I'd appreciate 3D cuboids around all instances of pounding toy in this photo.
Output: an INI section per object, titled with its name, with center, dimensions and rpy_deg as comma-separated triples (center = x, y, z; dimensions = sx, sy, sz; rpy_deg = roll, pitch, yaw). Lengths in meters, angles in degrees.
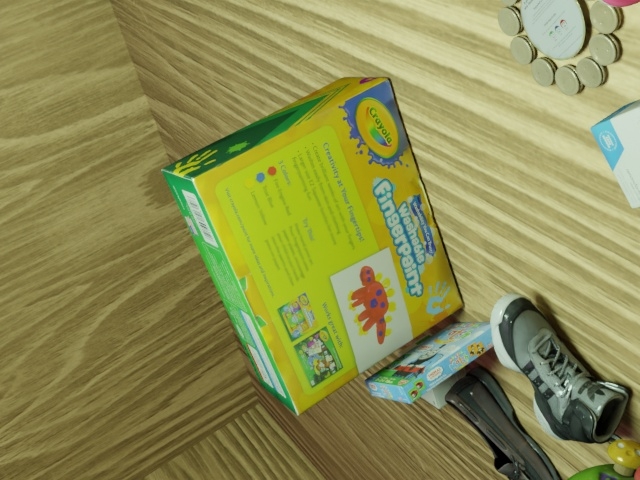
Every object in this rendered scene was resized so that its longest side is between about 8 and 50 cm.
[pounding toy]
center = 0.431, 0.319, 1.069
dimensions = 0.183, 0.237, 0.110
rpy_deg = 27, 115, 48

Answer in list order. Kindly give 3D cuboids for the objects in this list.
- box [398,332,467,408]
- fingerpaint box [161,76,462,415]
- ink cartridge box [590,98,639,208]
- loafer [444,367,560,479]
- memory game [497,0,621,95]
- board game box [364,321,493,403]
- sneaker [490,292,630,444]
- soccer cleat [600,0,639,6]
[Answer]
[box]
center = 0.225, 0.257, 1.612
dimensions = 0.101, 0.087, 0.102
rpy_deg = 26, 142, 57
[fingerpaint box]
center = 0.000, 0.000, 1.379
dimensions = 0.163, 0.371, 0.444
rpy_deg = 22, 138, 59
[ink cartridge box]
center = 0.367, -0.104, 0.811
dimensions = 0.104, 0.060, 0.180
rpy_deg = 61, 160, -2
[loafer]
center = 0.338, 0.386, 1.509
dimensions = 0.302, 0.095, 0.109
rpy_deg = 58, 160, 6
[memory game]
center = 0.265, -0.251, 0.921
dimensions = 0.186, 0.012, 0.186
rpy_deg = 49, 158, 28
[board game box]
center = 0.198, 0.211, 1.430
dimensions = 0.039, 0.211, 0.160
rpy_deg = 62, 160, -4
[sneaker]
center = 0.361, 0.194, 1.194
dimensions = 0.268, 0.101, 0.153
rpy_deg = 59, 160, -16
[soccer cleat]
center = 0.237, -0.375, 0.711
dimensions = 0.143, 0.116, 0.331
rpy_deg = -112, 1, -63
